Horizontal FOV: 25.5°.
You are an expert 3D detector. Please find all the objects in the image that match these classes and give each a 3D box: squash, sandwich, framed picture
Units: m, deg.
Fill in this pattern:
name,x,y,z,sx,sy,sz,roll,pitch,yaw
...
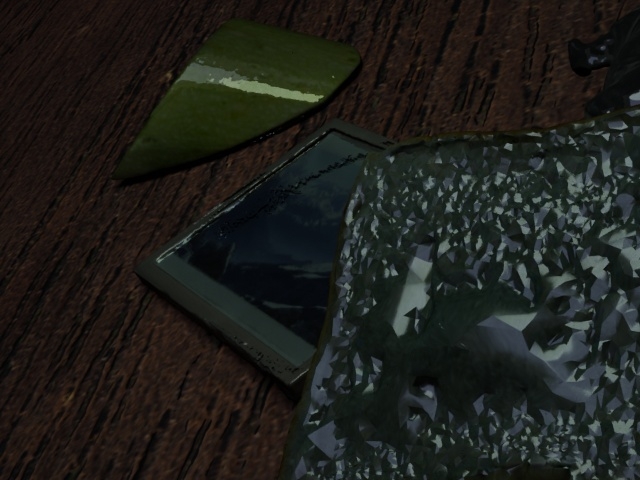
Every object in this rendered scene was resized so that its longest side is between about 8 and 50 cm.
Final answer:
name,x,y,z,sx,sy,sz,roll,pitch,yaw
squash,-0.077,-0.144,1.500,0.237,0.155,0.204,-56,0,-37
sandwich,0.132,0.051,0.796,0.301,0.099,0.271,-7,61,36
framed picture,0.000,0.000,1.179,0.247,0.022,0.335,-37,28,-14

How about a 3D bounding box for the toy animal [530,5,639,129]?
name,x,y,z,sx,sy,sz,roll,pitch,yaw
toy animal,0.276,-0.135,1.053,0.168,0.106,0.343,-2,35,43
